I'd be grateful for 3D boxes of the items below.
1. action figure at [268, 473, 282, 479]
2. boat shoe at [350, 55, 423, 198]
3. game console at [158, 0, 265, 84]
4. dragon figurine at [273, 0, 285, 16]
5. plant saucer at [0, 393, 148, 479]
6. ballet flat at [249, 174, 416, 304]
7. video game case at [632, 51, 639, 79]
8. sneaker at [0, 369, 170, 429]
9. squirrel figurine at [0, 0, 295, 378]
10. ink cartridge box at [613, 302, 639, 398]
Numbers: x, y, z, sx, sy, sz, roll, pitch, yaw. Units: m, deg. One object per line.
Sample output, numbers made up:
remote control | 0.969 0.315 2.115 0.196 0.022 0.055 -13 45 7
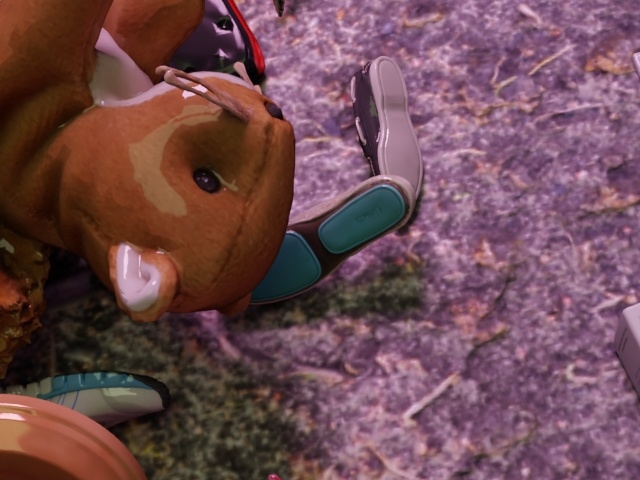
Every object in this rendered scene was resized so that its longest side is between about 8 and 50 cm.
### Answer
action figure | 0.039 0.317 0.774 0.276 0.248 0.370 -48 51 28
boat shoe | 0.049 -0.082 0.998 0.038 0.046 0.125 -22 73 45
game console | -0.284 -0.189 1.089 0.386 0.060 0.342 -27 71 -4
dragon figurine | 0.054 -0.320 1.078 0.144 0.085 0.289 16 68 15
plant saucer | -0.209 0.196 0.833 0.199 0.200 0.037 -11 23 3
ballet flat | 0.000 0.000 0.959 0.168 0.052 0.057 -25 99 15
video game case | 0.307 -0.106 0.988 0.087 0.011 0.122 -15 65 0
sneaker | -0.198 0.143 0.920 0.190 0.071 0.083 -11 71 12
squirrel figurine | -0.217 -0.047 0.894 0.370 0.281 0.397 41 94 9
ink cartridge box | 0.297 0.112 0.857 0.127 0.072 0.175 -21 64 -3
